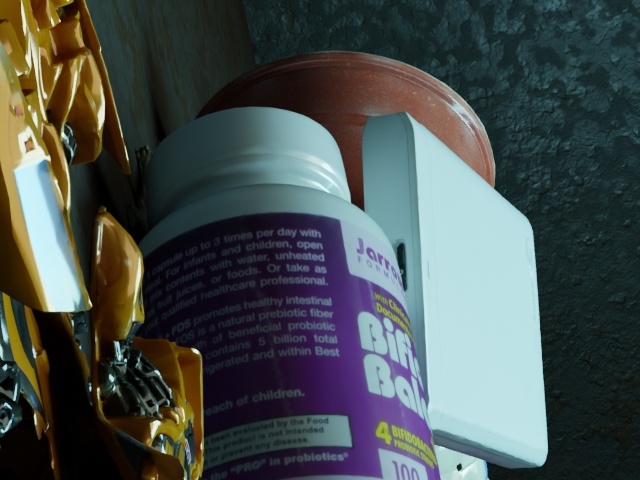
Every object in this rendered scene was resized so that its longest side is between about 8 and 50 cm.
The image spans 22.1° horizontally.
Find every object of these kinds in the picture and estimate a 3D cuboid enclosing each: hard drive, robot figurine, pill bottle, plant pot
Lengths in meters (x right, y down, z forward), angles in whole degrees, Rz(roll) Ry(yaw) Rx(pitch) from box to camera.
[{"bbox_3d":[0.101,0.048,1.163,0.307,0.040,0.203,29,56,-65],"label":"hard drive"},{"bbox_3d":[-0.097,0.002,0.525,0.211,0.085,0.291,-93,172,-70],"label":"robot figurine"},{"bbox_3d":[-0.027,0.076,0.940,0.169,0.169,0.301,76,3,-56],"label":"pill bottle"},{"bbox_3d":[0.010,0.033,1.322,0.265,0.272,0.272,-87,168,-47],"label":"plant pot"}]

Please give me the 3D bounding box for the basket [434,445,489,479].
[{"bbox_3d":[0.032,0.204,1.520,0.289,0.201,0.254,14,-60,55],"label":"basket"}]

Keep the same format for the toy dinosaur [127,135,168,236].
[{"bbox_3d":[-0.096,-0.006,1.114,0.092,0.053,0.183,79,1,-56],"label":"toy dinosaur"}]
